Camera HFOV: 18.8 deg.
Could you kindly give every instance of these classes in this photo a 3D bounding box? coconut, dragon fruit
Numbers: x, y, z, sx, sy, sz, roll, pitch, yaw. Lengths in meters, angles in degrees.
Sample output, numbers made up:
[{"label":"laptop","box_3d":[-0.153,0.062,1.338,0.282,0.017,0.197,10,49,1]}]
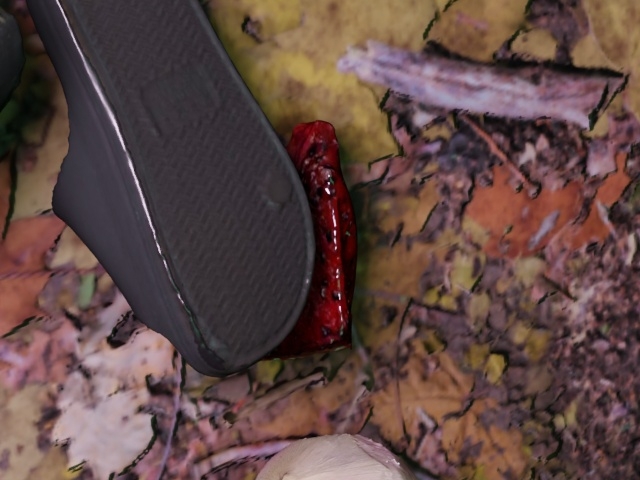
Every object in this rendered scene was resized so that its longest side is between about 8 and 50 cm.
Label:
[{"label":"coconut","box_3d":[0.007,0.166,1.110,0.110,0.110,0.124,-53,133,-7]},{"label":"dragon fruit","box_3d":[0.003,0.001,1.078,0.063,0.097,0.131,0,86,-37]}]

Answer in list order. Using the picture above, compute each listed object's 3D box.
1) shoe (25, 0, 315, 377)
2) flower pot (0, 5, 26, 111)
[{"label":"shoe","box_3d":[-0.090,-0.046,0.993,0.108,0.093,0.241,-30,99,-41]},{"label":"flower pot","box_3d":[-0.206,-0.087,0.863,0.107,0.157,0.157,-40,124,-30]}]
